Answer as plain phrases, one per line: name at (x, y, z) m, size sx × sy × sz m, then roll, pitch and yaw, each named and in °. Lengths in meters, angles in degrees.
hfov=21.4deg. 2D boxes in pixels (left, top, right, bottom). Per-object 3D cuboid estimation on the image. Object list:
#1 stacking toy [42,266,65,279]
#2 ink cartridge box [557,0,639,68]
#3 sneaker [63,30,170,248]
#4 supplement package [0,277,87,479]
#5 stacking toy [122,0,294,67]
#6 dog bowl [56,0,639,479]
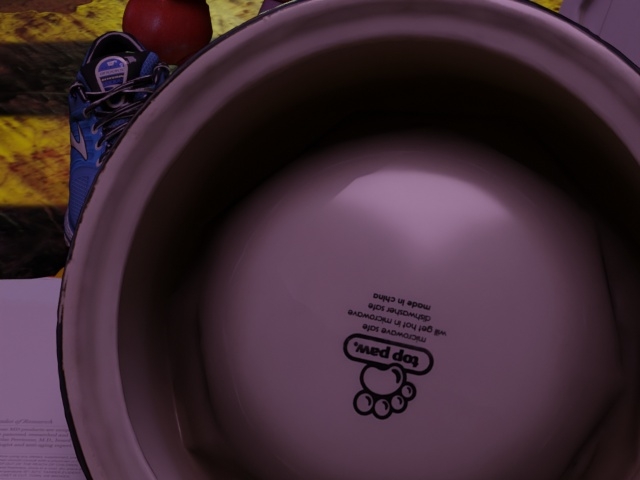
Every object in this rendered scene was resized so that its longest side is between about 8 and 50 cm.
stacking toy at (-0.161, 0.060, 1.356) m, size 0.330 × 0.141 × 0.141 m, roll -20°, pitch 23°, yaw 35°
ink cartridge box at (0.376, -0.127, 1.309) m, size 0.385 × 0.279 × 0.160 m, roll 6°, pitch 21°, yaw -33°
sneaker at (-0.199, -0.098, 1.638) m, size 0.130 × 0.147 × 0.330 m, roll -11°, pitch 35°, yaw -5°
supplement package at (-0.205, 0.180, 1.177) m, size 0.199 × 0.198 × 0.262 m, roll -1°, pitch 34°, yaw 11°
stacking toy at (-0.038, -0.228, 1.783) m, size 0.309 × 0.130 × 0.279 m, roll 19°, pitch 15°, yaw 32°
dog bowl at (0.053, 0.056, 1.045) m, size 0.408 × 0.408 × 0.150 m, roll -2°, pitch -11°, yaw 8°
